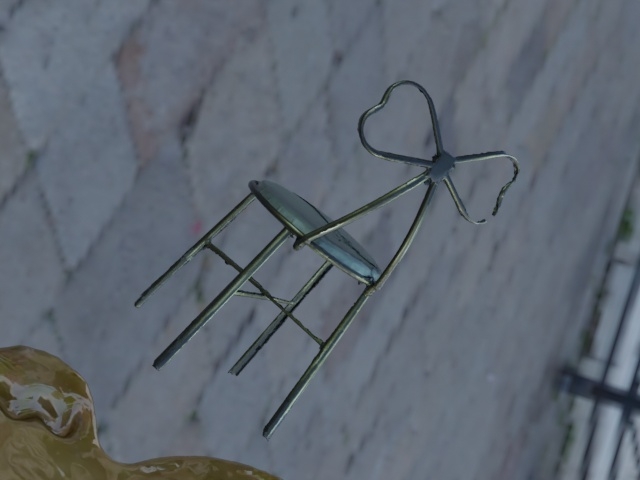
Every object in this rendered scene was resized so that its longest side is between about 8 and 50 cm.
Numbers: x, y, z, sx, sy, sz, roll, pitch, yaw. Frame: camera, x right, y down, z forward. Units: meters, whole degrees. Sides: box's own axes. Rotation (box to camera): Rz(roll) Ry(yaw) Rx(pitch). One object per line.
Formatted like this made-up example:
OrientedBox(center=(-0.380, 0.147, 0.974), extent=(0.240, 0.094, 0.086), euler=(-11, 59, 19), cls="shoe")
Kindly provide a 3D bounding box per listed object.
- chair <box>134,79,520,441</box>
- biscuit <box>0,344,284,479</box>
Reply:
OrientedBox(center=(0.000, 0.000, 1.563), extent=(0.325, 0.160, 0.170), euler=(-50, -154, 8), cls="chair")
OrientedBox(center=(-0.120, 0.178, 0.802), extent=(0.052, 0.355, 0.275), euler=(127, -23, -52), cls="biscuit")
